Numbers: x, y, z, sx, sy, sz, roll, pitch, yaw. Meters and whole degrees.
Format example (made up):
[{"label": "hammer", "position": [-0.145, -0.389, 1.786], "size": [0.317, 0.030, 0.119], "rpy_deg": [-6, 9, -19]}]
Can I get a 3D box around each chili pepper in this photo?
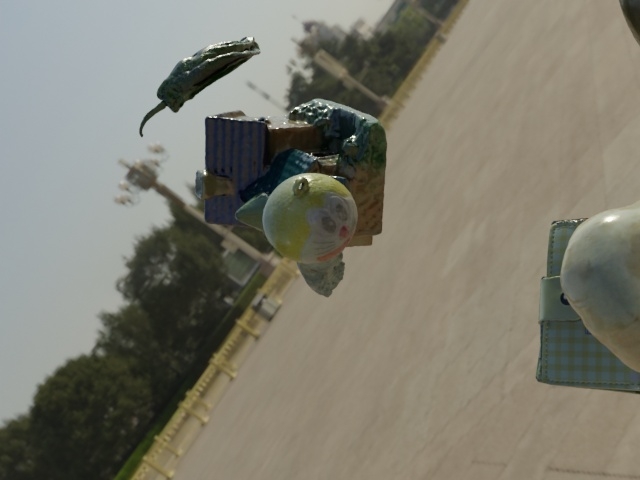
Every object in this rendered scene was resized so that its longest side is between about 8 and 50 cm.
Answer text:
[{"label": "chili pepper", "position": [-0.202, -0.286, 1.480], "size": [0.279, 0.065, 0.122], "rpy_deg": [-39, -1, -25]}]

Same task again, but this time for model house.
[{"label": "model house", "position": [-0.069, -0.115, 1.538], "size": [0.312, 0.280, 0.245], "rpy_deg": [-141, 51, -61]}]

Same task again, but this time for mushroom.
[{"label": "mushroom", "position": [0.436, 0.063, 1.154], "size": [0.234, 0.260, 0.253], "rpy_deg": [115, 175, -62]}]

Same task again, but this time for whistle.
[{"label": "whistle", "position": [0.000, 0.000, 1.115], "size": [0.122, 0.123, 0.223], "rpy_deg": [-55, -32, -29]}]

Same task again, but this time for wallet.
[{"label": "wallet", "position": [0.495, 0.111, 1.529], "size": [0.077, 0.223, 0.309], "rpy_deg": [38, -122, -54]}]

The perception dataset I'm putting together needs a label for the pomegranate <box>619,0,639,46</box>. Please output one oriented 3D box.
[{"label": "pomegranate", "position": [0.334, -0.269, 0.607], "size": [0.291, 0.323, 0.290], "rpy_deg": [-20, 41, 18]}]
